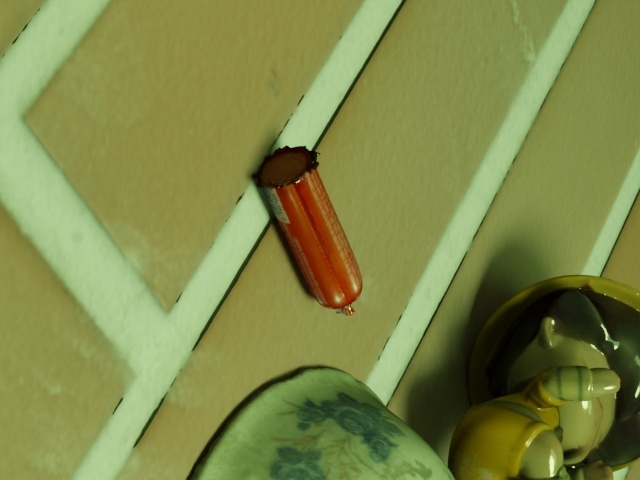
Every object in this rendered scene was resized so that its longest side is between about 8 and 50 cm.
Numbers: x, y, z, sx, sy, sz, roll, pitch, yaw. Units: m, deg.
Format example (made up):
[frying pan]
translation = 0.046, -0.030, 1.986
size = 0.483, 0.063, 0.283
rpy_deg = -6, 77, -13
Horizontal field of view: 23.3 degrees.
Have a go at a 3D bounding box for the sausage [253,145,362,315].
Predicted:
[sausage]
translation = 0.000, 0.000, 1.111
size = 0.048, 0.050, 0.145
rpy_deg = -107, 174, -55

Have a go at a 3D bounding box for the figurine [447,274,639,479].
[figurine]
translation = 0.195, 0.134, 1.302
size = 0.257, 0.167, 0.192
rpy_deg = -28, 136, -50

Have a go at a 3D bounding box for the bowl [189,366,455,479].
[bowl]
translation = 0.035, 0.254, 1.117
size = 0.313, 0.146, 0.313
rpy_deg = -10, 103, -52
